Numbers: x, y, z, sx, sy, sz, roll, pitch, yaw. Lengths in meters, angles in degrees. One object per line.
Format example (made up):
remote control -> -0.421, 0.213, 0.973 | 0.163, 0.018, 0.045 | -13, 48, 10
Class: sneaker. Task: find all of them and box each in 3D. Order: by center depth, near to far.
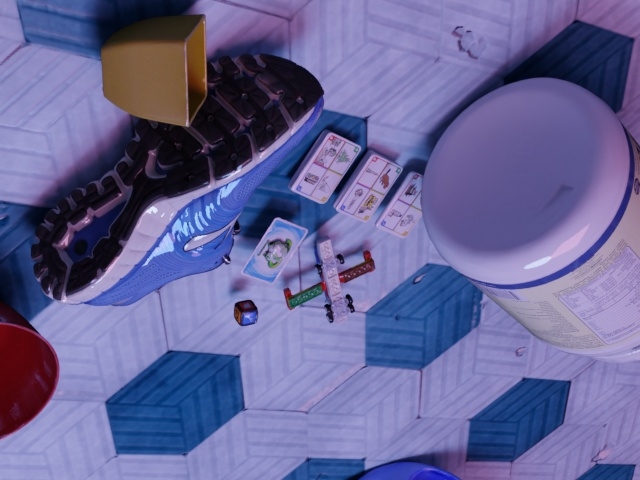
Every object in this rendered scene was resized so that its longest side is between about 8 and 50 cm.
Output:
sneaker -> -0.127, -0.053, 1.280 | 0.330, 0.130, 0.147 | -38, 153, 12

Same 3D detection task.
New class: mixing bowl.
mixing bowl -> -0.360, 0.116, 1.298 | 0.181, 0.098, 0.181 | -17, 136, -17

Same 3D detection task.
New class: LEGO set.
LEGO set -> 0.000, 0.000, 1.462 | 0.182, 0.060, 0.244 | 21, 108, -39

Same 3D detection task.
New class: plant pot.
plant pot -> -0.150, -0.155, 1.166 | 0.083, 0.081, 0.081 | 5, 117, 7

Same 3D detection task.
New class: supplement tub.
supplement tub -> 0.283, -0.009, 1.467 | 0.235, 0.235, 0.325 | -41, 139, 11

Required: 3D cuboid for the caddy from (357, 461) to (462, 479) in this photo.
caddy -> 0.143, 0.478, 1.801 | 0.241, 0.341, 0.179 | -12, 151, -17
